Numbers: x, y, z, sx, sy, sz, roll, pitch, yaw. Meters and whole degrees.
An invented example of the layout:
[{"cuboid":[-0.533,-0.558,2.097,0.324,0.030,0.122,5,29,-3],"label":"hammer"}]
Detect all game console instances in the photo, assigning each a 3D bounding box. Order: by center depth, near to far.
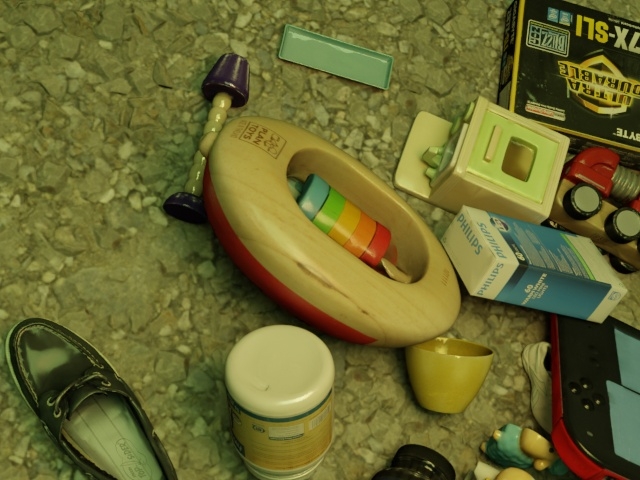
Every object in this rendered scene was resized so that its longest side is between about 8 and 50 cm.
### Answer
[{"cuboid":[0.519,0.267,1.501,0.387,0.060,0.342,26,42,-10],"label":"game console"}]

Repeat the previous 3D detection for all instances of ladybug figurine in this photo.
[{"cuboid":[0.000,0.000,1.441,0.449,0.162,0.305,39,35,-10],"label":"ladybug figurine"}]

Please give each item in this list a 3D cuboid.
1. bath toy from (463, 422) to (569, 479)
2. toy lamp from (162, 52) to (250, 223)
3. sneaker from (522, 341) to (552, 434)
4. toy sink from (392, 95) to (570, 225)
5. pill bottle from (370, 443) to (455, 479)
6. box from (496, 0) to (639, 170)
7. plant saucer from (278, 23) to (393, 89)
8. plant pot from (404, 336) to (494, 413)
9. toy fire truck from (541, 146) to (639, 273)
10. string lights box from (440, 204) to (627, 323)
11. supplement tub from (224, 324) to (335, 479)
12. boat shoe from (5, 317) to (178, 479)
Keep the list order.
[{"cuboid":[0.232,0.434,1.398,0.129,0.151,0.348,30,69,7],"label":"bath toy"},{"cuboid":[-0.170,-0.163,1.530,0.080,0.080,0.274,20,69,-8],"label":"toy lamp"},{"cuboid":[0.357,0.231,1.549,0.054,0.061,0.152,-9,76,-20],"label":"sneaker"},{"cuboid":[0.259,-0.128,1.603,0.234,0.131,0.152,24,67,-6],"label":"toy sink"},{"cuboid":[0.106,0.396,1.378,0.123,0.123,0.219,36,51,-2],"label":"pill bottle"},{"cuboid":[0.475,-0.276,1.741,0.322,0.079,0.257,14,67,-10],"label":"box"},{"cuboid":[0.026,-0.304,1.660,0.192,0.018,0.067,15,69,-9],"label":"plant saucer"},{"cuboid":[0.187,0.204,1.487,0.134,0.134,0.095,5,97,-14],"label":"plant pot"},{"cuboid":[0.514,-0.101,1.642,0.217,0.158,0.246,29,70,-4],"label":"toy fire truck"},{"cuboid":[0.328,0.037,1.524,0.260,0.076,0.133,13,34,-27],"label":"string lights box"},{"cuboid":[-0.053,0.227,1.346,0.145,0.199,0.144,0,44,0],"label":"supplement tub"},{"cuboid":[-0.306,0.235,1.339,0.127,0.113,0.340,-31,82,-22],"label":"boat shoe"}]
